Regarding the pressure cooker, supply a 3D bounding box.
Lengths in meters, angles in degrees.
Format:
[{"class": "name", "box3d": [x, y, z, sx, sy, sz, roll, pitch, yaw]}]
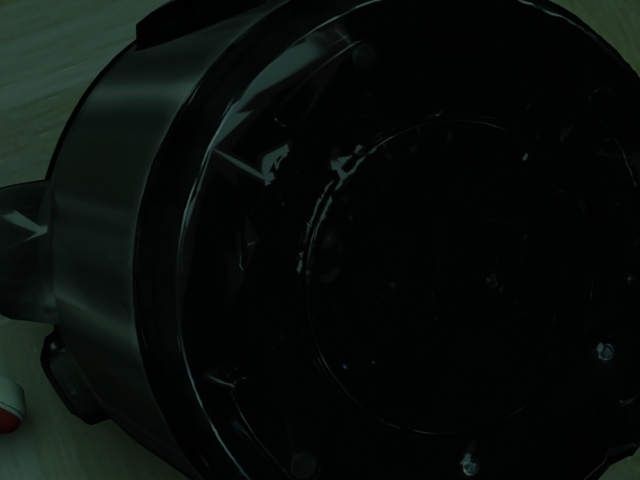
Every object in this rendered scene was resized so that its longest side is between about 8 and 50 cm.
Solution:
[{"class": "pressure cooker", "box3d": [-0.002, 0.006, 1.215, 0.370, 0.420, 0.375, 44, 79, -18]}]

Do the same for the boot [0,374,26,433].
[{"class": "boot", "box3d": [-0.339, 0.167, 1.305, 0.244, 0.088, 0.176, 2, 66, 8]}]
